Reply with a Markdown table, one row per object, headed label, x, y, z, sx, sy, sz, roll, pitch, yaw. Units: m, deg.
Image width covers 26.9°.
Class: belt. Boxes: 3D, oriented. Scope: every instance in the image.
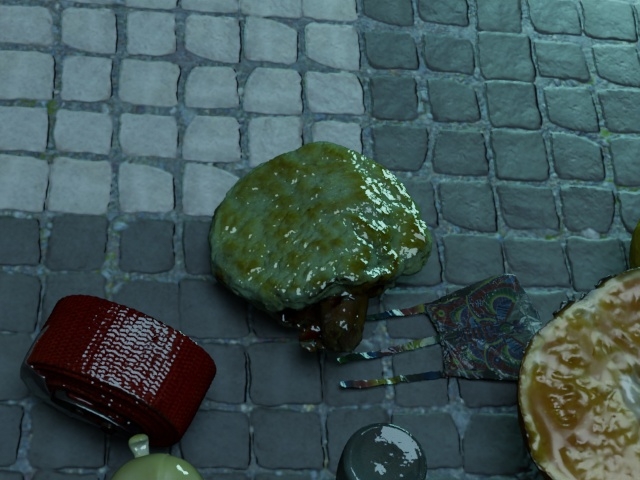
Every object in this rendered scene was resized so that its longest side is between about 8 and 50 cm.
| label | x | y | z | sx | sy | sz | roll | pitch | yaw |
| --- | --- | --- | --- | --- | --- | --- | --- | --- | --- |
| belt | -0.228 | 0.152 | 1.485 | 0.200 | 0.128 | 0.124 | 24 | 57 | 2 |

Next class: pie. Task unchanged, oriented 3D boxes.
| label | x | y | z | sx | sy | sz | roll | pitch | yaw |
| --- | --- | --- | --- | --- | --- | --- | --- | --- | --- |
| pie | -0.006 | -0.006 | 1.636 | 0.257 | 0.105 | 0.274 | 30 | 55 | 19 |

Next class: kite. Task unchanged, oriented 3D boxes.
| label | x | y | z | sx | sy | sz | roll | pitch | yaw |
| --- | --- | --- | --- | --- | --- | --- | --- | --- | --- |
| kite | 0.140 | 0.121 | 1.642 | 0.285 | 0.015 | 0.152 | -6 | 59 | -16 |

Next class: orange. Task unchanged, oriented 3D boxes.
| label | x | y | z | sx | sy | sz | roll | pitch | yaw |
| --- | --- | --- | --- | --- | --- | --- | --- | --- | --- |
| orange | 0.381 | 0.167 | 1.523 | 0.274 | 0.274 | 0.310 | 45 | 103 | 16 |

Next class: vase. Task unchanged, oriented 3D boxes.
| label | x | y | z | sx | sy | sz | roll | pitch | yaw |
| --- | --- | --- | --- | --- | --- | --- | --- | --- | --- |
| vase | 0.046 | 0.273 | 1.413 | 0.086 | 0.214 | 0.086 | 6 | 57 | -9 |

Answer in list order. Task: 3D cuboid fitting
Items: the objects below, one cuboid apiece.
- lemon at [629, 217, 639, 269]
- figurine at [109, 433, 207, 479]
| label | x | y | z | sx | sy | sz | roll | pitch | yaw |
| --- | --- | --- | --- | --- | --- | --- | --- | --- | --- |
| lemon | 0.477 | 0.001 | 1.664 | 0.207 | 0.170 | 0.170 | -32 | 70 | -26 |
| figurine | -0.175 | 0.382 | 1.349 | 0.274 | 0.227 | 0.394 | -18 | 54 | 11 |
